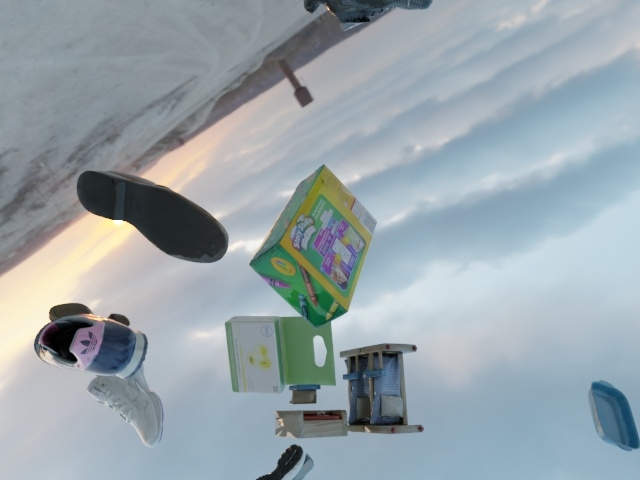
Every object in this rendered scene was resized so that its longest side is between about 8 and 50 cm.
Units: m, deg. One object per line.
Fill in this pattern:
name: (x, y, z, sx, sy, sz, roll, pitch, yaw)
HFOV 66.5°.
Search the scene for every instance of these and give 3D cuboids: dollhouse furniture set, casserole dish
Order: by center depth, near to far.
dollhouse furniture set: (0.042, 0.225, 0.737, 0.129, 0.183, 0.130, -31, -124, 54)
casserole dish: (0.738, 0.447, 1.241, 0.189, 0.114, 0.037, -75, -171, -46)

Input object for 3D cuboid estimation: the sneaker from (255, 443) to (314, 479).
sneaker: (-0.130, 0.787, 1.568, 0.271, 0.108, 0.100, -43, -151, -1)

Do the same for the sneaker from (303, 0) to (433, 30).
sneaker: (0.075, -0.419, 0.855, 0.234, 0.106, 0.078, 13, -151, 0)

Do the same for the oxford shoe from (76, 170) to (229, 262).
oxford shoe: (-0.192, -0.040, 0.601, 0.076, 0.212, 0.076, -29, 142, -64)

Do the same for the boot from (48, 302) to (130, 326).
boot: (-0.557, 0.228, 1.120, 0.152, 0.197, 0.073, -48, -130, 11)

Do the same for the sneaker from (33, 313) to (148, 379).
sneaker: (-0.451, 0.172, 0.873, 0.318, 0.131, 0.112, -6, -117, 35)

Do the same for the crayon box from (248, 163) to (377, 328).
crayon box: (0.000, 0.000, 0.887, 0.081, 0.165, 0.278, -33, -161, 35)

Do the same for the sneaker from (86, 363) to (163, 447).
sneaker: (-0.509, 0.413, 1.261, 0.152, 0.305, 0.114, -7, 132, -42)

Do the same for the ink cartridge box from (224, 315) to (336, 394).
ink cartridge box: (-0.090, 0.256, 1.096, 0.234, 0.171, 0.056, -2, -171, 16)
